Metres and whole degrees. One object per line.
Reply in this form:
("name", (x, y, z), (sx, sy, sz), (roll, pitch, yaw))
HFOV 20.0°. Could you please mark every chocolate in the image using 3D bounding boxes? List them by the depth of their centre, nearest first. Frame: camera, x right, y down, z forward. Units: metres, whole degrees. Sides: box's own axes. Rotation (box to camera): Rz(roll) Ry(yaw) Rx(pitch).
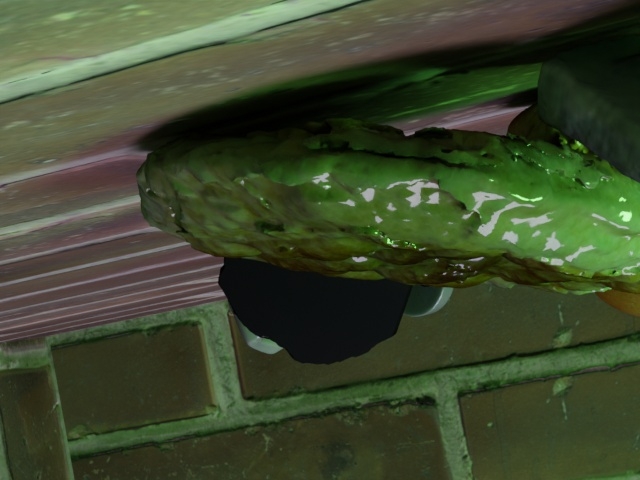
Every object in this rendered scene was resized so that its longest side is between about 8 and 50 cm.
("chocolate", (0.000, 0.000, 1.373), (0.156, 0.156, 0.133), (-11, -157, 8))

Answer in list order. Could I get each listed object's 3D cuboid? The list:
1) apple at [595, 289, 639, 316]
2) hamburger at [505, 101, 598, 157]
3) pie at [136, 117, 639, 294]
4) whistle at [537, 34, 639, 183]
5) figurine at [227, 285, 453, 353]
("apple", (0.343, -0.009, 1.814), (0.182, 0.182, 0.155), (-12, 147, 16))
("hamburger", (0.188, -0.059, 1.118), (0.138, 0.083, 0.147), (-6, 174, -15))
("pie", (0.052, -0.014, 0.982), (0.306, 0.071, 0.306), (4, 175, 0))
("whistle", (0.259, -0.038, 0.756), (0.168, 0.188, 0.405), (-9, 177, -28))
("figurine", (0.008, 0.041, 1.883), (0.236, 0.133, 0.176), (-12, 176, -42))
